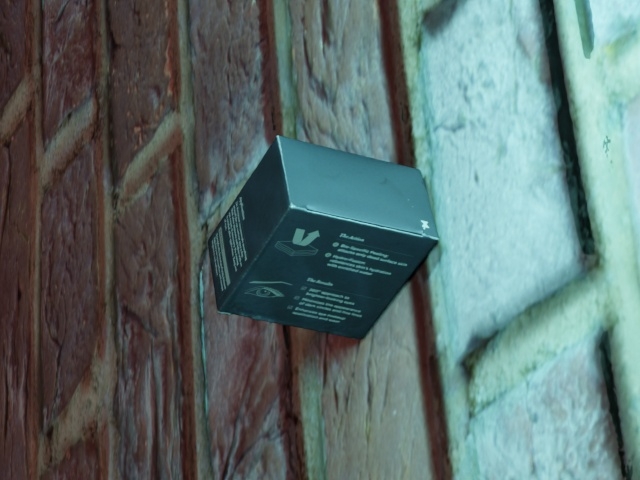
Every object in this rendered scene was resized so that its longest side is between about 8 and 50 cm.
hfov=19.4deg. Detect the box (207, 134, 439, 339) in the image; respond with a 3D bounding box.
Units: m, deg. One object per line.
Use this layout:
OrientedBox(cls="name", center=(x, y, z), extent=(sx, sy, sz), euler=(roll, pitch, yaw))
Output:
OrientedBox(cls="box", center=(0.000, 0.000, 1.739), extent=(0.158, 0.156, 0.093), euler=(-54, 35, 39))
